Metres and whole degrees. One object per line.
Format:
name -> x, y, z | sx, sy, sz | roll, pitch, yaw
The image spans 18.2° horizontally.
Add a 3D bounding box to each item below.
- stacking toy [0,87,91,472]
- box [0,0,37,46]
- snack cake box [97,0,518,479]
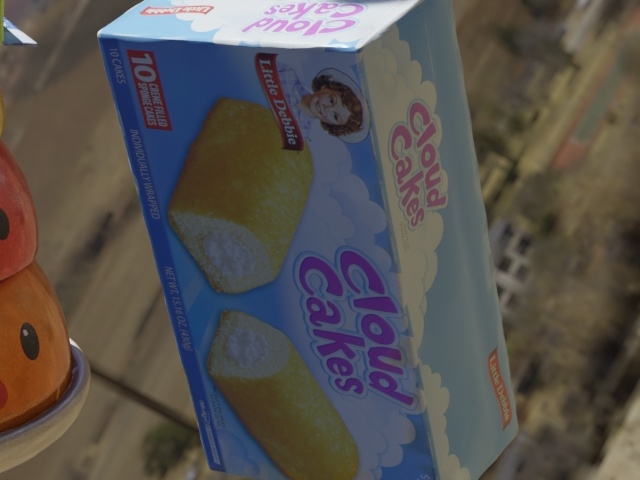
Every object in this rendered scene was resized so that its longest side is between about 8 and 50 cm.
stacking toy -> -0.355, -0.070, 1.537 | 0.350, 0.351, 0.480 | -99, 10, -70
box -> -0.270, -0.144, 1.193 | 0.109, 0.178, 0.042 | -140, 50, -57
snack cake box -> 0.000, 0.000, 1.008 | 0.152, 0.264, 0.089 | 8, 33, 33
